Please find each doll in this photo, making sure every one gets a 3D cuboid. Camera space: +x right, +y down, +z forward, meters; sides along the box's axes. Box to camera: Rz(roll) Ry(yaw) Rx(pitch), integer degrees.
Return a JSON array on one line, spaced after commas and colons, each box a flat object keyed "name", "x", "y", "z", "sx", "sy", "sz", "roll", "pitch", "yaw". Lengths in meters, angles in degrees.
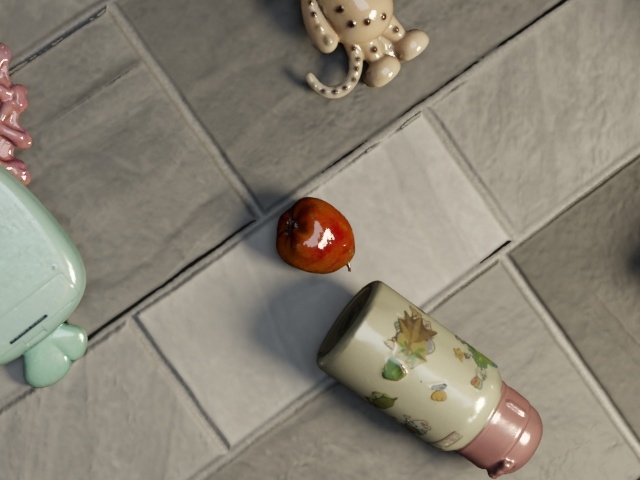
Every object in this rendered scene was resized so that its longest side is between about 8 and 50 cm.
[{"name": "doll", "x": 0.000, "y": -0.292, "z": 1.421, "sx": 0.154, "sy": 0.119, "sz": 0.278, "roll": -35, "pitch": 103, "yaw": -9}]

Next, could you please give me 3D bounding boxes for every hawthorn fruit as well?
[{"name": "hawthorn fruit", "x": 0.000, "y": 0.000, "z": 1.421, "sx": 0.093, "sy": 0.081, "sz": 0.081, "roll": 27, "pitch": 82, "yaw": -37}]

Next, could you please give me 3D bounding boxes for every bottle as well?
[{"name": "bottle", "x": 0.127, "y": 0.159, "z": 1.410, "sx": 0.253, "sy": 0.120, "sz": 0.120, "roll": 36, "pitch": 82, "yaw": -8}]

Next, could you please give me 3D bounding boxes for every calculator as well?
[{"name": "calculator", "x": -0.352, "y": 0.029, "z": 1.339, "sx": 0.184, "sy": 0.042, "sz": 0.295, "roll": -38, "pitch": 107, "yaw": -3}]

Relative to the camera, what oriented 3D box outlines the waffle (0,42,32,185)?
[{"name": "waffle", "x": -0.415, "y": -0.124, "z": 1.359, "sx": 0.221, "sy": 0.055, "sz": 0.234, "roll": -14, "pitch": 92, "yaw": -8}]
